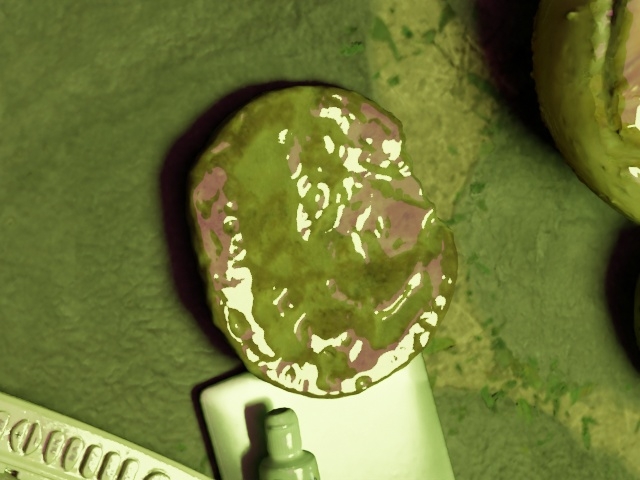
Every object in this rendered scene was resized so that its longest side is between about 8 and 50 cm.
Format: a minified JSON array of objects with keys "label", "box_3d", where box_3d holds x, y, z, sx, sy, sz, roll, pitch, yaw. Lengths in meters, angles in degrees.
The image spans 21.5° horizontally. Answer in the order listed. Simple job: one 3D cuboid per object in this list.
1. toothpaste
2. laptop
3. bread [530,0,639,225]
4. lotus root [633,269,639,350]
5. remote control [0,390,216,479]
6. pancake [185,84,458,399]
[{"label":"toothpaste","box_3d":[-0.013,0.248,1.289,0.067,0.037,0.255,-14,107,-21]},{"label":"laptop","box_3d":[0.021,0.206,1.323,0.187,0.015,0.269,-21,106,-21]},{"label":"bread","box_3d":[0.256,-0.123,1.303,0.192,0.171,0.314,-22,104,-17]},{"label":"lotus root","box_3d":[0.334,0.088,1.391,0.138,0.138,0.214,-36,120,-17]},{"label":"remote control","box_3d":[-0.174,0.176,1.208,0.230,0.049,0.090,25,87,-26]},{"label":"pancake","box_3d":[-0.001,0.000,1.268,0.236,0.042,0.222,43,76,-21]}]
